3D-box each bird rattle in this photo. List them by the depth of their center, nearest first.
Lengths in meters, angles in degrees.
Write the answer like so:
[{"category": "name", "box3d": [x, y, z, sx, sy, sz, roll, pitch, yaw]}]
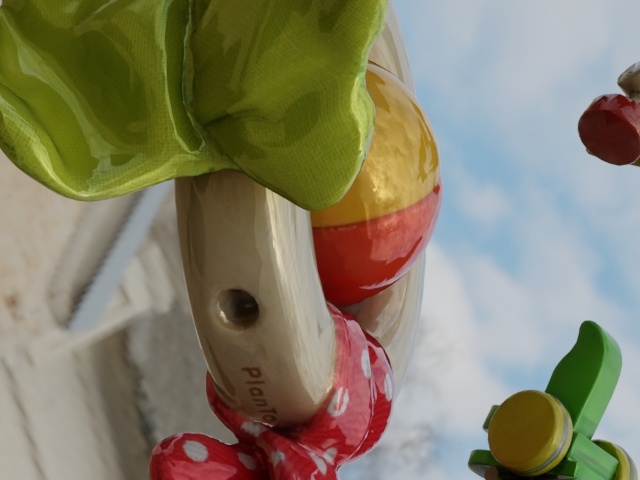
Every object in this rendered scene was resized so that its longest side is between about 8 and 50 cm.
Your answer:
[{"category": "bird rattle", "box3d": [0.000, 0.000, 0.589, 0.143, 0.207, 0.253, -10, -68, 24]}]

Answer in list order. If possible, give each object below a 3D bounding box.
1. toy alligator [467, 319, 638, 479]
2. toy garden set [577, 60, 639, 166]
[{"category": "toy alligator", "box3d": [0.067, 0.116, 0.649, 0.051, 0.190, 0.056, -10, -31, 38]}, {"category": "toy garden set", "box3d": [0.235, -0.067, 0.747, 0.244, 0.204, 0.049, 21, -39, 25]}]
